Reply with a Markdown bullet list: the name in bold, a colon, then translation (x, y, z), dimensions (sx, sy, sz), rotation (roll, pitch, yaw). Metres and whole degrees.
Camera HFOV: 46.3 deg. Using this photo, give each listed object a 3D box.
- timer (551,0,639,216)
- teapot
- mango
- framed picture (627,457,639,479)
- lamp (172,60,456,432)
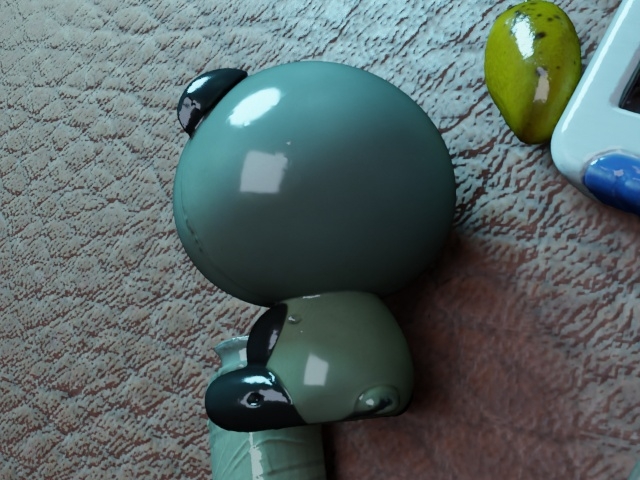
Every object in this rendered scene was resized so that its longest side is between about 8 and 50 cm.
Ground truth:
- **timer**: translation (0.266, -0.118, 0.429), dimensions (0.178, 0.078, 0.253), rotation (30, 93, 39)
- **teapot**: translation (-0.046, 0.176, 0.556), dimensions (0.107, 0.077, 0.200), rotation (-32, 57, 46)
- **mango**: translation (0.144, -0.114, 0.511), dimensions (0.079, 0.057, 0.114), rotation (115, 162, -57)
- **framed picture**: translation (0.297, 0.183, 0.341), dimensions (0.315, 0.024, 0.232), rotation (29, 93, 37)
- **lamp**: translation (0.000, 0.000, 0.507), dimensions (0.197, 0.197, 0.244), rotation (-11, 76, 32)
